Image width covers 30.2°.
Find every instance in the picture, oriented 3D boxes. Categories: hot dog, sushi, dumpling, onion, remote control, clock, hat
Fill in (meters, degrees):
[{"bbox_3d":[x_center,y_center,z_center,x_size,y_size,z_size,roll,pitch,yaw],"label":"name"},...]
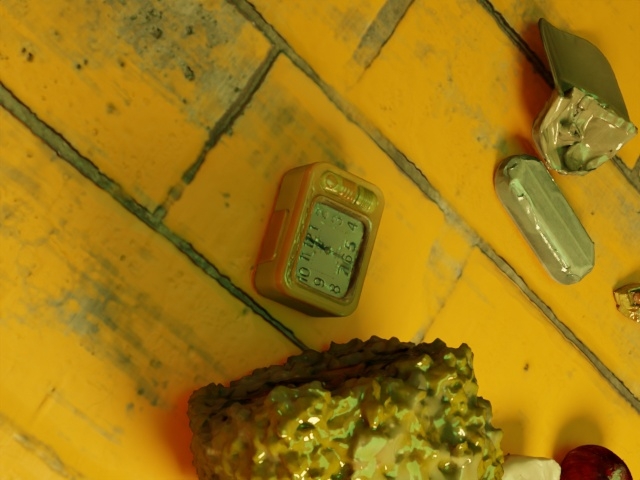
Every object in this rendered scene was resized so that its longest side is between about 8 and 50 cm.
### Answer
[{"bbox_3d":[0.590,0.120,2.081,0.169,0.061,0.078,25,71,-28],"label":"hot dog"},{"bbox_3d":[0.031,0.266,1.537,0.396,0.351,0.240,-14,93,-34],"label":"sushi"},{"bbox_3d":[0.291,0.411,1.843,0.176,0.092,0.150,-23,96,-33],"label":"dumpling"},{"bbox_3d":[0.448,0.395,1.931,0.131,0.131,0.131,3,84,-32],"label":"onion"},{"bbox_3d":[0.376,-0.035,1.967,0.104,0.052,0.247,-44,106,-30],"label":"remote control"},{"bbox_3d":[0.000,0.000,1.698,0.143,0.096,0.202,24,74,-32],"label":"clock"},{"bbox_3d":[0.411,-0.237,2.002,0.214,0.149,0.245,18,38,-37],"label":"hat"}]
